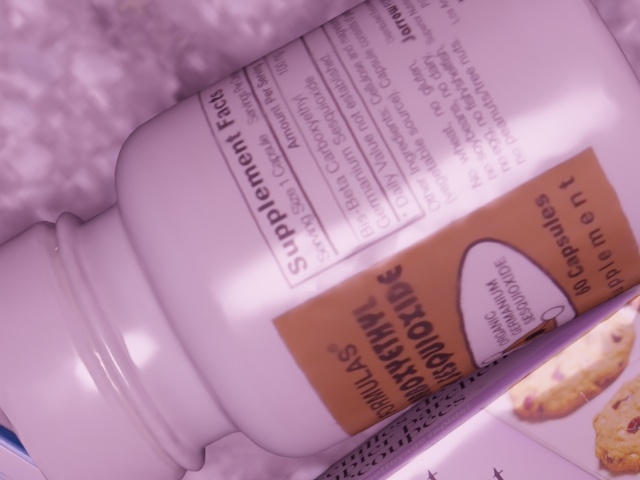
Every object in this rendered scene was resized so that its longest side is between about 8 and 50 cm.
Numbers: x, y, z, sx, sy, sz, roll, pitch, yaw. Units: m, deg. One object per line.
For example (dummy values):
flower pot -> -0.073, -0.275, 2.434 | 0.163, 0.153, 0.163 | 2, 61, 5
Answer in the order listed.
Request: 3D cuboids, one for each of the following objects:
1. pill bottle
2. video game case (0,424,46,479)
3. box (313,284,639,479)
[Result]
pill bottle -> 0.000, 0.000, 0.641 | 0.229, 0.131, 0.131 | -28, 99, 3
video game case -> -0.159, 0.146, 0.718 | 0.119, 0.015, 0.166 | 33, 96, -7
box -> 0.112, 0.050, 0.686 | 0.324, 0.063, 0.067 | -36, 97, 4
